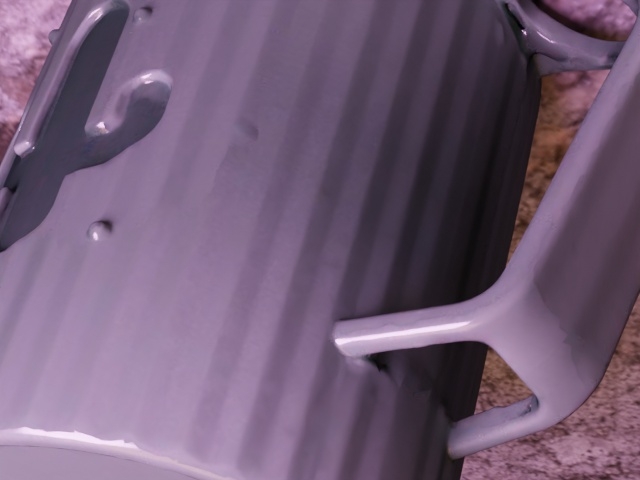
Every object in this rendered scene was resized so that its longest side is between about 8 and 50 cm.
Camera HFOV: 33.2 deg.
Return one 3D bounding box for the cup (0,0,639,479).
[{"bbox_3d":[-0.023,-0.009,0.576,0.310,0.392,0.401,25,138,-12],"label":"cup"}]
